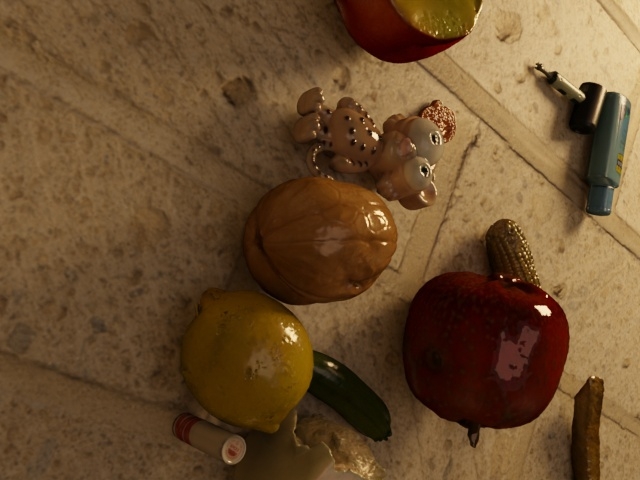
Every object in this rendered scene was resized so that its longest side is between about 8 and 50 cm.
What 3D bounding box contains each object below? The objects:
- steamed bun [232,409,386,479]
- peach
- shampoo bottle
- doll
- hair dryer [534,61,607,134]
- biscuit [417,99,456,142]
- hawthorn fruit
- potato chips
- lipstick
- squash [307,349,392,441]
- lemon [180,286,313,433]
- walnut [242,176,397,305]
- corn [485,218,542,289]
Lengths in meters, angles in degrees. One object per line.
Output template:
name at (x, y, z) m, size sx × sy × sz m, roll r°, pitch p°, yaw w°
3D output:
steamed bun at (-0.004, 0.321, 1.031) m, size 0.200 × 0.225 × 0.170 m, roll -17°, pitch 102°, yaw -34°
peach at (0.121, -0.352, 1.145) m, size 0.267 × 0.158 × 0.154 m, roll -17°, pitch 91°, yaw -38°
shampoo bottle at (0.613, -0.180, 1.587) m, size 0.103 × 0.061 × 0.259 m, roll 18°, pitch 81°, yaw -50°
doll at (0.081, -0.141, 1.152) m, size 0.278 × 0.119 × 0.154 m, roll 11°, pitch 73°, yaw -35°
hair dryer at (0.501, -0.304, 1.515) m, size 0.197 × 0.057 × 0.100 m, roll 28°, pitch 74°, yaw -26°
biscuit at (0.204, -0.209, 1.305) m, size 0.091 × 0.015 × 0.078 m, roll -2°, pitch 91°, yaw -38°
hawthorn fruit at (0.267, 0.187, 1.214) m, size 0.275 × 0.275 × 0.300 m, roll 24°, pitch 69°, yaw -35°
potato chips at (0.569, 0.475, 1.570) m, size 0.057 × 0.080 × 0.407 m, roll -6°, pitch 97°, yaw -21°
lipstick at (-0.149, 0.260, 0.978) m, size 0.038 × 0.130 × 0.038 m, roll -2°, pitch 93°, yaw -38°
squash at (0.040, 0.242, 1.162) m, size 0.258 × 0.069 × 0.069 m, roll 43°, pitch 67°, yaw -30°
lemon at (-0.100, 0.155, 0.990) m, size 0.173 × 0.173 × 0.206 m, roll -40°, pitch 99°, yaw -29°
walnut at (0.000, 0.000, 1.047) m, size 0.225 × 0.193 × 0.193 m, roll -6°, pitch 95°, yaw -35°
corn at (0.382, 0.112, 1.404) m, size 0.097 × 0.097 × 0.320 m, roll -29°, pitch 107°, yaw -33°
